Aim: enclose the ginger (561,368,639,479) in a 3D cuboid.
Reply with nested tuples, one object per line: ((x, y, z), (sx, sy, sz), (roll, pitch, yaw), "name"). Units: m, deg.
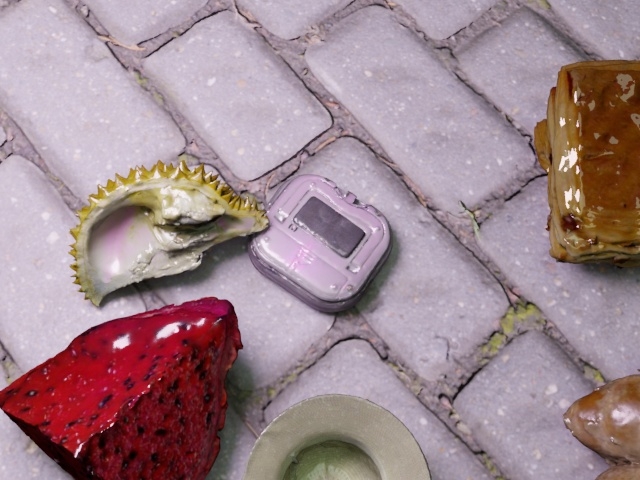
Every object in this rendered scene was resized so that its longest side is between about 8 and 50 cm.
((0.452, 0.327, 1.024), (0.256, 0.176, 0.375), (12, 70, 16), "ginger")

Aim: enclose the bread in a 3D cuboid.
((0.487, -0.117, 1.179), (0.278, 0.167, 0.324), (-1, 80, -5), "bread")

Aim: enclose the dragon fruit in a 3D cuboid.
((-0.223, 0.216, 0.975), (0.330, 0.240, 0.302), (-43, 98, -9), "dragon fruit")

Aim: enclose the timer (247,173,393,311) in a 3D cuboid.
((0.000, 0.000, 1.154), (0.209, 0.069, 0.190), (32, 69, 8), "timer")

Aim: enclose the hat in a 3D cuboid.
((0.016, 0.348, 1.001), (0.257, 0.130, 0.257), (1, 70, -4), "hat")

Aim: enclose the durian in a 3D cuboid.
((-0.235, -0.028, 1.085), (0.307, 0.172, 0.166), (-17, 77, -4), "durian")
